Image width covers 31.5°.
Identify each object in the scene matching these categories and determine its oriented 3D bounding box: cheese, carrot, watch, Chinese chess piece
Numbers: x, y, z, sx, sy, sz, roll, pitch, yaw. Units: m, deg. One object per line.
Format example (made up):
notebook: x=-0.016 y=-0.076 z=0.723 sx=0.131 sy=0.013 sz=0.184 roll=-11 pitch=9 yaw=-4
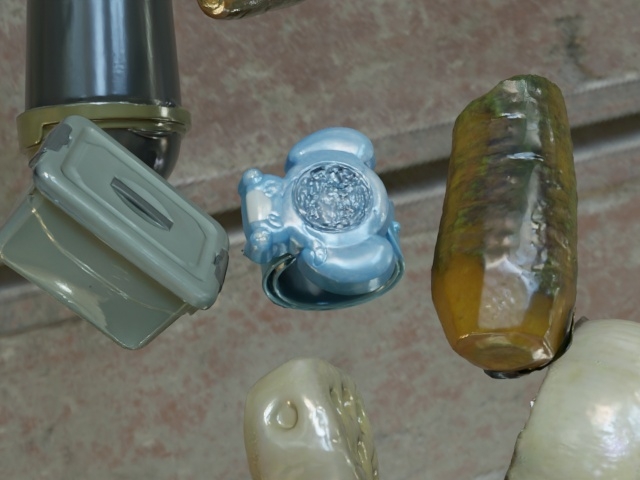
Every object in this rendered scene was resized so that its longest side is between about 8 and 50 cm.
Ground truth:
cheese: x=-0.005 y=0.236 z=1.264 sx=0.117 sy=0.218 sz=0.235 roll=-15 pitch=104 yaw=10
carrot: x=0.104 y=-0.010 z=0.637 sx=0.082 sy=0.173 sz=0.082 roll=3 pitch=147 yaw=2
carrot: x=-0.001 y=-0.293 z=1.201 sx=0.342 sy=0.070 sz=0.070 roll=-29 pitch=134 yaw=-42
watch: x=0.000 y=0.000 z=1.318 sx=0.211 sy=0.211 sz=0.193 roll=-18 pitch=151 yaw=-13
Chinese chess piece: x=0.237 y=0.193 z=0.968 sx=0.257 sy=0.104 sz=0.257 roll=-42 pitch=142 yaw=-45

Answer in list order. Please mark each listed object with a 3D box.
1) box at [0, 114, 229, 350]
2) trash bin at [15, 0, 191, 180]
box: x=-0.163 y=0.000 z=0.873 sx=0.172 sy=0.124 sz=0.093 roll=40 pitch=112 yaw=-16
trash bin: x=-0.265 y=-0.196 z=1.400 sx=0.214 sy=0.214 sz=0.333 roll=2 pitch=84 yaw=-25
